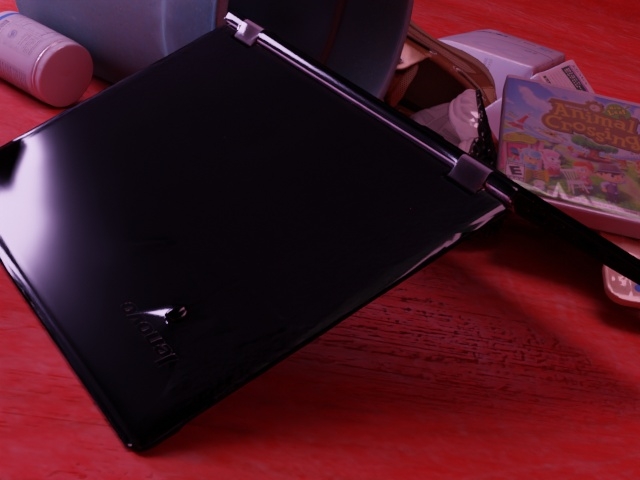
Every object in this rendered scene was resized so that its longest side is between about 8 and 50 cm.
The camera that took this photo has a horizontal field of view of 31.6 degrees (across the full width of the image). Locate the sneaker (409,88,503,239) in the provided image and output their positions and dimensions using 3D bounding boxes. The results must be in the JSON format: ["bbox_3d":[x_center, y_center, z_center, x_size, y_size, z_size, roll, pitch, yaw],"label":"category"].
[{"bbox_3d":[0.131,-0.071,1.185,0.108,0.100,0.271,-13,24,12],"label":"sneaker"}]

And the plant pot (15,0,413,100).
[{"bbox_3d":[-0.125,-0.277,1.204,0.334,0.341,0.341,19,18,31],"label":"plant pot"}]

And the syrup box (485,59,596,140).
[{"bbox_3d":[0.303,-0.171,1.508,0.093,0.096,0.237,57,27,2],"label":"syrup box"}]

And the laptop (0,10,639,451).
[{"bbox_3d":[0.000,0.000,0.867,0.408,0.236,0.382,25,11,-41],"label":"laptop"}]

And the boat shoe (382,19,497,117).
[{"bbox_3d":[0.096,-0.233,1.488,0.324,0.122,0.120,20,29,-14],"label":"boat shoe"}]

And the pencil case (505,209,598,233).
[{"bbox_3d":[0.336,-0.043,1.206,0.284,0.124,0.124,16,20,-8],"label":"pencil case"}]

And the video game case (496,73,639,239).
[{"bbox_3d":[0.279,-0.080,1.106,0.212,0.023,0.193,13,44,1],"label":"video game case"}]

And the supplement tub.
[{"bbox_3d":[-0.293,-0.186,1.154,0.107,0.071,0.071,30,24,30],"label":"supplement tub"}]

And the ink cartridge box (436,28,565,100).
[{"bbox_3d":[0.194,-0.323,1.874,0.385,0.091,0.308,23,21,15],"label":"ink cartridge box"}]

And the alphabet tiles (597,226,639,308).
[{"bbox_3d":[0.394,0.022,1.060,0.278,0.021,0.284,9,44,-3],"label":"alphabet tiles"}]
